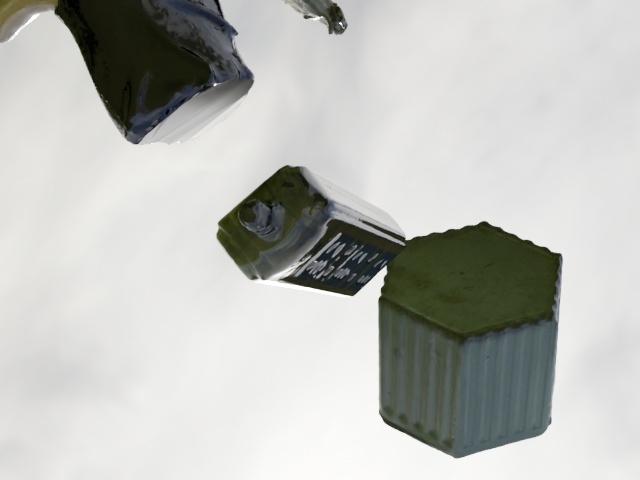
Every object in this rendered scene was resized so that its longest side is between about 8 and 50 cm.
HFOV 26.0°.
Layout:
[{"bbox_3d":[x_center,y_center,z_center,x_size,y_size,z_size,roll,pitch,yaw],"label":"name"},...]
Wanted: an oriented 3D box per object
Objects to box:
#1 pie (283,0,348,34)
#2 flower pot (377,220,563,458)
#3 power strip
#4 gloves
[{"bbox_3d":[-0.059,-0.296,1.298,0.068,0.128,0.282,-37,-128,2],"label":"pie"},{"bbox_3d":[0.180,0.115,1.657,0.209,0.190,0.239,6,-146,11],"label":"flower pot"},{"bbox_3d":[0.000,0.000,1.172,0.092,0.066,0.387,-42,166,8],"label":"power strip"},{"bbox_3d":[-0.173,-0.206,1.125,0.152,0.301,0.197,-60,162,18],"label":"gloves"}]
